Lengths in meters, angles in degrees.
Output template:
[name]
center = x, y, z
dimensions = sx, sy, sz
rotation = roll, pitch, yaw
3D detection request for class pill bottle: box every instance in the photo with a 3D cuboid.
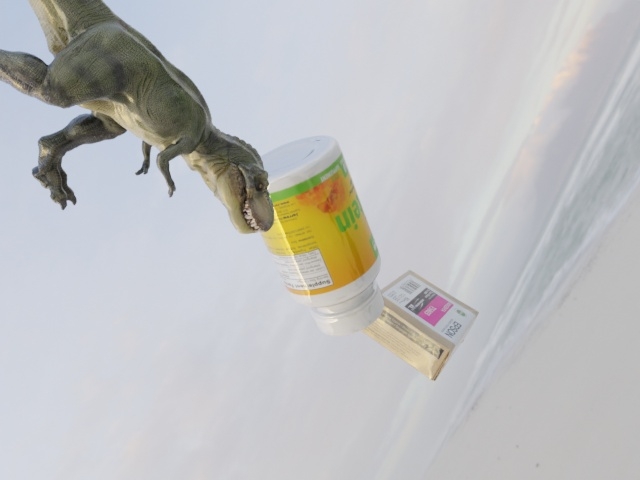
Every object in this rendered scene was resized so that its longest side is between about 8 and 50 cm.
[pill bottle]
center = 0.000, 0.000, 0.726
dimensions = 0.136, 0.136, 0.246
rotation = -47, -57, -41

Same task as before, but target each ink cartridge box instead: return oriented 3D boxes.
[ink cartridge box]
center = 0.215, 0.171, 1.188
dimensions = 0.234, 0.193, 0.088
rotation = -23, -39, -59

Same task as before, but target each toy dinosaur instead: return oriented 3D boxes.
[toy dinosaur]
center = -0.137, -0.087, 0.313
dimensions = 0.118, 0.064, 0.268
rotation = -38, -56, 0
